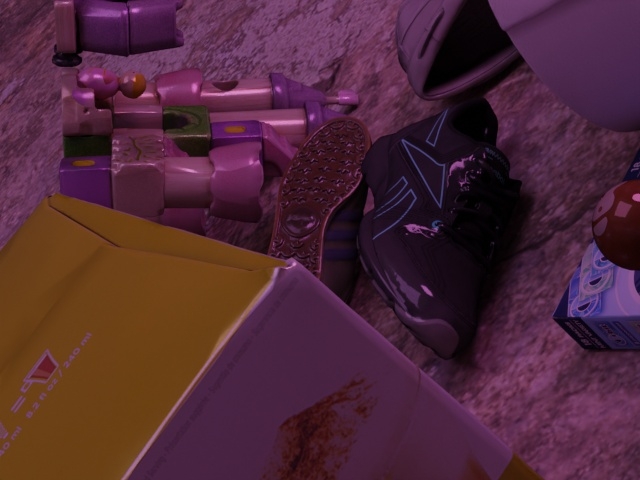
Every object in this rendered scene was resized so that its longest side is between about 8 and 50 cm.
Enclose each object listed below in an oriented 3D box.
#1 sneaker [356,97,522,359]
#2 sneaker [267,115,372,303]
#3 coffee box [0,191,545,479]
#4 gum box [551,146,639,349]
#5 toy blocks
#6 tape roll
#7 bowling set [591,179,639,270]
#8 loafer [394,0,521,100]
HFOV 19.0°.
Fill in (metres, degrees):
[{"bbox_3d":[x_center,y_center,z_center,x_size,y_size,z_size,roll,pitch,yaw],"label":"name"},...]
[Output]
[{"bbox_3d":[0.090,-0.021,1.407,0.106,0.101,0.267,-34,30,20],"label":"sneaker"},{"bbox_3d":[0.000,0.000,1.526,0.064,0.086,0.192,8,58,17],"label":"sneaker"},{"bbox_3d":[-0.081,0.213,1.077,0.337,0.334,0.338,-53,27,-11],"label":"coffee box"},{"bbox_3d":[0.252,-0.005,1.210,0.184,0.041,0.157,-5,49,54],"label":"gum box"},{"bbox_3d":[-0.086,-0.098,1.615,0.260,0.309,0.288,-2,22,-4],"label":"toy blocks"},{"bbox_3d":[0.234,-0.215,1.298,0.169,0.246,0.246,-25,34,38],"label":"tape roll"},{"bbox_3d":[0.227,0.001,1.038,0.200,0.154,0.287,15,62,25],"label":"bowling set"},{"bbox_3d":[0.190,-0.224,1.537,0.319,0.112,0.111,-41,31,30],"label":"loafer"}]
